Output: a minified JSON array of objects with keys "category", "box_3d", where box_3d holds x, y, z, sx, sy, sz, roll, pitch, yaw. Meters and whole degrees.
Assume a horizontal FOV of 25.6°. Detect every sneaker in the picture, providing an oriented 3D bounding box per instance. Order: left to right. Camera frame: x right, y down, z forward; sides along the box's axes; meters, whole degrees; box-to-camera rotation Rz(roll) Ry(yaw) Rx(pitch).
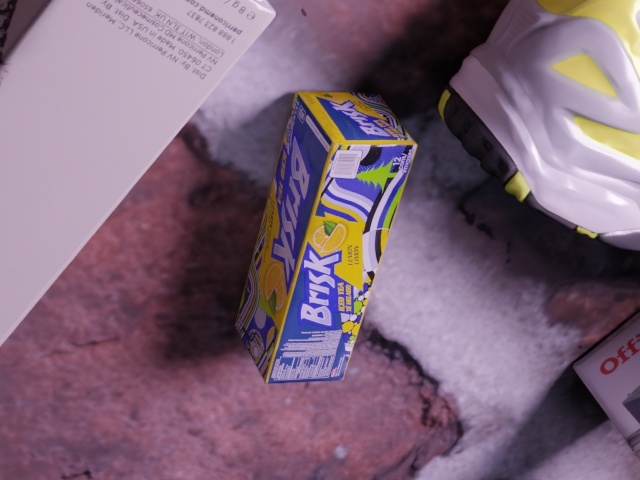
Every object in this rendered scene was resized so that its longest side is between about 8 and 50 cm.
[{"category":"sneaker","box_3d":[0.254,-0.053,0.834,0.384,0.145,0.147,17,118,-36]}]

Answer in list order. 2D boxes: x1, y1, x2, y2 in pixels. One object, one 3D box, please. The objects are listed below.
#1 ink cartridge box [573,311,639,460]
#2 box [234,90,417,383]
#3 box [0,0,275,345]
[{"category":"ink cartridge box","box_3d":[0.293,0.121,0.940,0.158,0.218,0.092,-40,127,8]},{"category":"box","box_3d":[0.000,0.000,0.809,0.054,0.059,0.169,-1,126,-26]},{"category":"box","box_3d":[-0.153,-0.050,0.662,0.094,0.113,0.275,30,108,-39]}]
